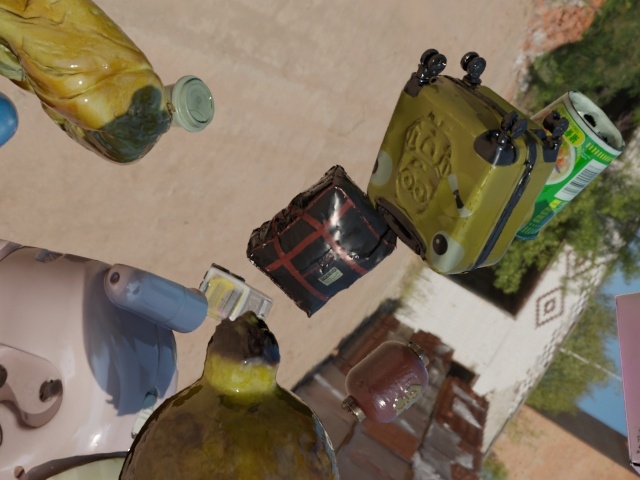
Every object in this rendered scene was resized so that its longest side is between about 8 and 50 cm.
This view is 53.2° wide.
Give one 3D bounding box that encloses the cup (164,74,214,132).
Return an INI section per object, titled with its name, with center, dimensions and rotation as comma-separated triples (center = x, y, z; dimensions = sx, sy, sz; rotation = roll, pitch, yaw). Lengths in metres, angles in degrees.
[cup]
center = -0.310, -0.286, 1.370
dimensions = 0.120, 0.141, 0.120
rotation = 5, 84, -60

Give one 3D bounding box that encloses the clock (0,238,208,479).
[clock]
center = -0.323, 0.181, 0.777
dimensions = 0.184, 0.342, 0.325
rotation = 29, 72, -52

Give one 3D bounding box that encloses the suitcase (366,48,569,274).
[suitcase]
center = 0.177, -0.090, 0.792
dimensions = 0.143, 0.194, 0.235
rotation = -7, 133, -32

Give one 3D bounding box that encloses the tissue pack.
[tissue pack]
center = 0.487, 0.211, 0.902
dimensions = 0.148, 0.092, 0.246
rotation = 41, 48, -43

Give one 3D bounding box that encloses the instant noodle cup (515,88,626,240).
[instant noodle cup]
center = 0.417, -0.145, 1.179
dimensions = 0.233, 0.207, 0.207
rotation = -44, 178, 37

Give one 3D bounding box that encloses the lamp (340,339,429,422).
[lamp]
center = 0.171, 0.374, 1.661
dimensions = 0.258, 0.180, 0.180
rotation = -38, 162, -12

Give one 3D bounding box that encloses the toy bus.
[toy bus]
center = -0.155, 0.108, 1.155
dimensions = 0.092, 0.106, 0.268
rotation = -63, 171, -7

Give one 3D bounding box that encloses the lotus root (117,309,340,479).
[lotus root]
center = -0.064, 0.207, 0.448
dimensions = 0.141, 0.169, 0.314
rotation = -11, -110, 56

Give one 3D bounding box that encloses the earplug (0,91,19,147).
[earplug]
center = -0.654, -0.164, 1.120
dimensions = 0.273, 0.132, 0.132
rotation = -39, 164, -6

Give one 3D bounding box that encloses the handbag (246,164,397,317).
[handbag]
center = 0.000, 0.000, 1.043
dimensions = 0.215, 0.169, 0.155
rotation = -39, -161, 19

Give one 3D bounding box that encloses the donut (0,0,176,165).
[donut]
center = -0.404, -0.274, 1.023
dimensions = 0.170, 0.360, 0.360
rotation = -50, 165, -14
